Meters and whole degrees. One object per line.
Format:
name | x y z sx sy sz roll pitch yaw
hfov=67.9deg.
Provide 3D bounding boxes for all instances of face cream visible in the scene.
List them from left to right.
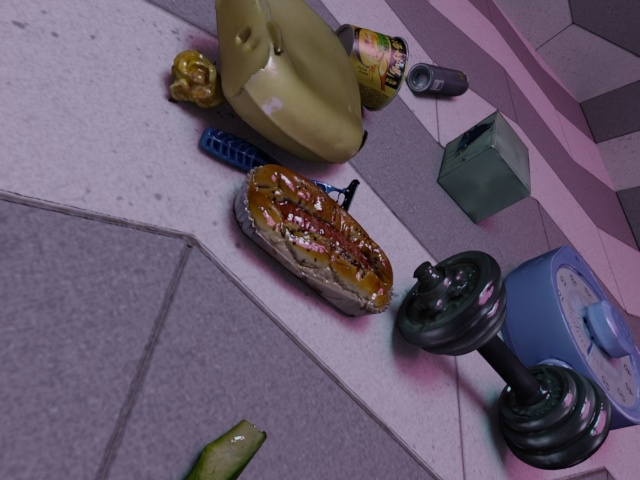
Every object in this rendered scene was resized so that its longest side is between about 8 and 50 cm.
face cream | 0.332 -0.432 1.291 0.283 0.073 0.073 -17 77 -50

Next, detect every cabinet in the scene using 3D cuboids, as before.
cabinet | 0.387 -0.181 1.119 0.150 0.145 0.206 44 40 -15

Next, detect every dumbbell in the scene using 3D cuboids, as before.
dumbbell | 0.280 0.185 0.732 0.406 0.179 0.179 47 40 -13

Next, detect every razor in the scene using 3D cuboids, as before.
razor | -0.055 -0.095 0.688 0.253 0.042 0.082 22 87 -33

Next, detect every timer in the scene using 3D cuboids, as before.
timer | 0.536 0.210 0.987 0.395 0.173 0.395 26 49 -33

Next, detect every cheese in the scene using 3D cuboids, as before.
cheese | -0.028 -0.234 0.720 0.316 0.128 0.259 21 57 -53

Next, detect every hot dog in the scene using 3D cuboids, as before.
hot dog | 0.000 0.000 0.651 0.268 0.075 0.144 35 46 -20

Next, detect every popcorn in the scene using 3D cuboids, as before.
popcorn | -0.171 -0.208 0.637 0.084 0.084 0.084 26 48 -32

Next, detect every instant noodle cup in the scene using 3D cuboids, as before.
instant noodle cup | 0.079 -0.341 0.923 0.122 0.151 0.151 12 55 -28

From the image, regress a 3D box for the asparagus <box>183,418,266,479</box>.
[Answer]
asparagus | -0.104 0.222 0.418 0.045 0.041 0.178 59 37 -10
